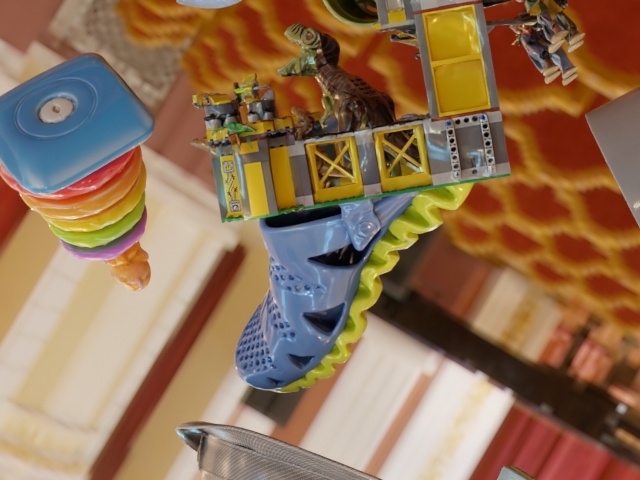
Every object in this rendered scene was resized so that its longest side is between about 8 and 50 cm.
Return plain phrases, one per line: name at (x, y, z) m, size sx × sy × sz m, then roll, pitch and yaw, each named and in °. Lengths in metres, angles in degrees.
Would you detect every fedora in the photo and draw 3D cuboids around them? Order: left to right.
fedora at (-0.035, 0.257, 1.626) m, size 0.243 × 0.124 × 0.275 m, roll 22°, pitch 170°, yaw -11°

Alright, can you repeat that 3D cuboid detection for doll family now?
doll family at (0.273, -0.264, 2.193) m, size 0.111 × 0.076 × 0.193 m, roll 54°, pitch 165°, yaw 20°

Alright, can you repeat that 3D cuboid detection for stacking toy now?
stacking toy at (-0.252, -0.044, 2.004) m, size 0.175 × 0.165 × 0.302 m, roll 48°, pitch 164°, yaw 40°

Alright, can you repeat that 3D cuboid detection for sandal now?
sandal at (0.000, 0.000, 1.572) m, size 0.138 × 0.317 × 0.126 m, roll 17°, pitch -152°, yaw -30°

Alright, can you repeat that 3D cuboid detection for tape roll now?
tape roll at (0.376, -0.060, 1.989) m, size 0.219 × 0.072 × 0.219 m, roll 58°, pitch -168°, yaw -21°

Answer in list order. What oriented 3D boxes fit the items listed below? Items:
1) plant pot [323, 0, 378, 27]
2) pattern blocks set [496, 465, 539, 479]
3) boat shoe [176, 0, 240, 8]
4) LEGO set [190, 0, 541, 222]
plant pot at (0.047, -0.227, 1.577) m, size 0.083 × 0.083 × 0.079 m, roll 30°, pitch -172°, yaw 9°
pattern blocks set at (0.204, 0.279, 1.038) m, size 0.324 × 0.286 × 0.026 m, roll 17°, pitch -178°, yaw 34°
boat shoe at (-0.126, -0.373, 2.340) m, size 0.109 × 0.089 × 0.258 m, roll 2°, pitch 169°, yaw -22°
LEGO set at (0.027, -0.132, 1.319) m, size 0.254 × 0.192 × 0.331 m, roll -9°, pitch -176°, yaw 14°
